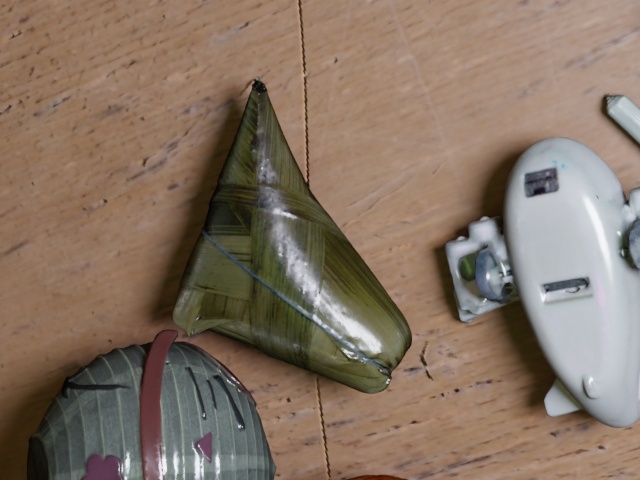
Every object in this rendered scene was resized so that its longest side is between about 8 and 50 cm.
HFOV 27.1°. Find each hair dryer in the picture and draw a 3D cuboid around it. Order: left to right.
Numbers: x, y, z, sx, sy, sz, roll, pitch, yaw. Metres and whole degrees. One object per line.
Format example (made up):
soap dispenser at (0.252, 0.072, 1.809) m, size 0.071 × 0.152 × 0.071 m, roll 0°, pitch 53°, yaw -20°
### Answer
hair dryer at (0.307, -0.087, 1.168) m, size 0.137 × 0.047 × 0.082 m, roll 43°, pitch 105°, yaw 8°

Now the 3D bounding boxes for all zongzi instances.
zongzi at (0.000, 0.000, 1.210) m, size 0.221 × 0.112 × 0.242 m, roll 22°, pitch 103°, yaw 8°

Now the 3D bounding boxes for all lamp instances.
lamp at (-0.151, 0.218, 1.230) m, size 0.233 × 0.233 × 0.265 m, roll -7°, pitch 85°, yaw 13°

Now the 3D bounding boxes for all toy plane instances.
toy plane at (0.233, 0.038, 1.164) m, size 0.266 × 0.122 × 0.267 m, roll 9°, pitch 109°, yaw 26°

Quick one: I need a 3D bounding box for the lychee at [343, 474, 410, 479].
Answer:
lychee at (0.056, 0.337, 1.200) m, size 0.300 × 0.255 × 0.255 m, roll -26°, pitch 95°, yaw 29°
